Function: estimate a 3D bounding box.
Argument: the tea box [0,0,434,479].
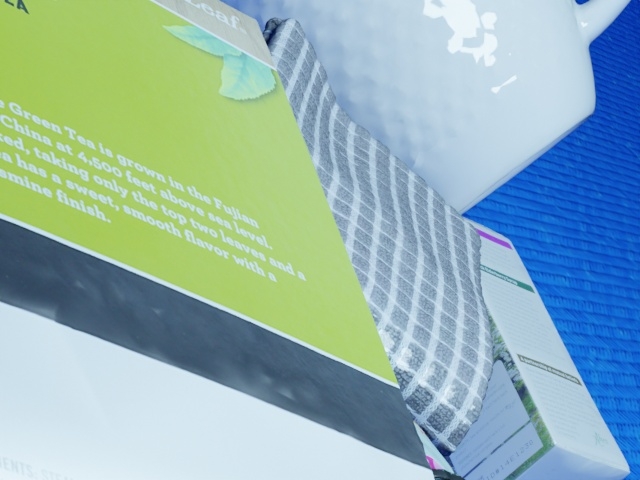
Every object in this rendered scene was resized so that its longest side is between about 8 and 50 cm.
[{"bbox_3d":[-0.162,0.087,0.630,0.220,0.329,0.323,26,30,-37],"label":"tea box"}]

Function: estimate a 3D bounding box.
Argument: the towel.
[{"bbox_3d":[0.000,0.000,1.179,0.235,0.121,0.283,40,24,-16],"label":"towel"}]

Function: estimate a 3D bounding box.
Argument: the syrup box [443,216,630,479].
[{"bbox_3d":[0.126,0.097,1.371,0.096,0.093,0.237,23,33,-41],"label":"syrup box"}]

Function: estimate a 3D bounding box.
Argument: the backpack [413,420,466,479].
[{"bbox_3d":[0.001,0.167,0.970,0.144,0.166,0.188,33,23,-49],"label":"backpack"}]

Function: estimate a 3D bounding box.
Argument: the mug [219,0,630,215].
[{"bbox_3d":[0.096,-0.213,1.470,0.328,0.374,0.276,54,9,3],"label":"mug"}]
